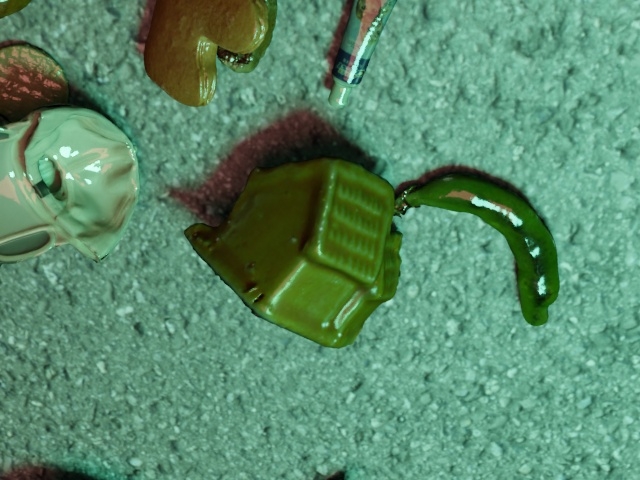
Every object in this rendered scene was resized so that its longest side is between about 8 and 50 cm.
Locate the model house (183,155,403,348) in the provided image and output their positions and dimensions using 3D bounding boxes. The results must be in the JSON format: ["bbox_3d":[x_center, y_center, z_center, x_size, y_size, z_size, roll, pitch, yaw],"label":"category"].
[{"bbox_3d":[0.005,0.000,1.558,0.268,0.173,0.239,26,111,-43],"label":"model house"}]

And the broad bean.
[{"bbox_3d":[0.238,-0.001,1.592,0.292,0.049,0.144,37,123,-14],"label":"broad bean"}]

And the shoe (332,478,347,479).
[{"bbox_3d":[0.006,0.471,1.862,0.093,0.108,0.241,35,124,-18],"label":"shoe"}]

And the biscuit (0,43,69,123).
[{"bbox_3d":[-0.387,-0.201,1.532,0.120,0.015,0.120,2,121,3],"label":"biscuit"}]

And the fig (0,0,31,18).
[{"bbox_3d":[-0.407,-0.323,1.421,0.134,0.146,0.201,35,156,-12],"label":"fig"}]

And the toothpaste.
[{"bbox_3d":[0.054,-0.263,1.451,0.062,0.037,0.216,19,116,-6],"label":"toothpaste"}]

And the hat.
[{"bbox_3d":[-0.374,-0.082,1.551,0.226,0.164,0.219,1,118,28],"label":"hat"}]

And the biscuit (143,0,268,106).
[{"bbox_3d":[-0.143,-0.245,1.405,0.036,0.186,0.192,-9,132,-43],"label":"biscuit"}]

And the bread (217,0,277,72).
[{"bbox_3d":[-0.092,-0.262,1.435,0.060,0.082,0.113,18,101,8],"label":"bread"}]
